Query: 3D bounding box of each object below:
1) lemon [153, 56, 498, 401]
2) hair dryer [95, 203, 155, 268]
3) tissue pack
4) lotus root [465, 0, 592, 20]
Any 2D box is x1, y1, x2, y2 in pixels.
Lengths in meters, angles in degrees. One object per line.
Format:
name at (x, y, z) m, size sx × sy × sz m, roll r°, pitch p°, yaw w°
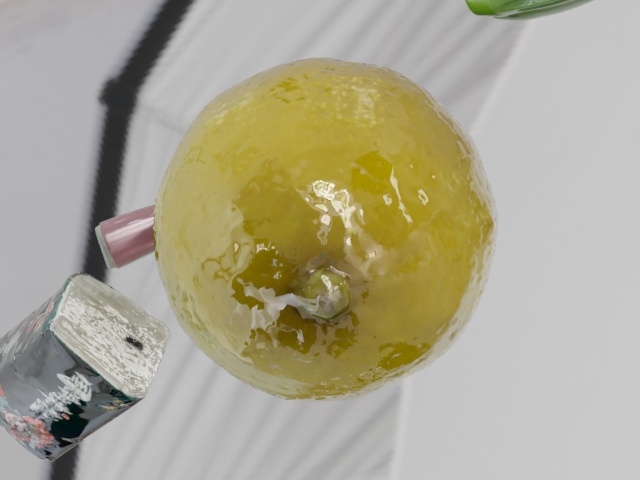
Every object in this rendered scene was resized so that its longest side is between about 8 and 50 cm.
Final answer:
lemon at (0.000, 0.000, 1.694) m, size 0.364 × 0.364 × 0.364 m, roll -24°, pitch -22°, yaw -10°
hair dryer at (-0.196, -0.007, 1.914) m, size 0.106 × 0.054 × 0.154 m, roll -22°, pitch 0°, yaw -10°
tissue pack at (-0.210, 0.106, 1.436) m, size 0.170 × 0.103 × 0.090 m, roll -38°, pitch 19°, yaw 46°
lotus root at (0.217, -0.271, 1.447) m, size 0.186 × 0.186 × 0.186 m, roll -24°, pitch -22°, yaw -10°
